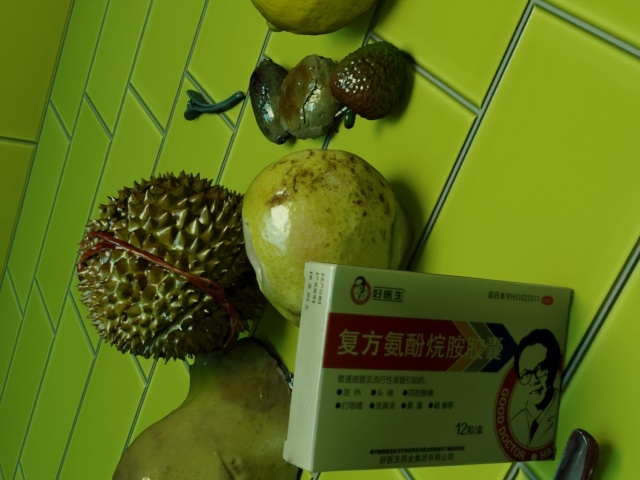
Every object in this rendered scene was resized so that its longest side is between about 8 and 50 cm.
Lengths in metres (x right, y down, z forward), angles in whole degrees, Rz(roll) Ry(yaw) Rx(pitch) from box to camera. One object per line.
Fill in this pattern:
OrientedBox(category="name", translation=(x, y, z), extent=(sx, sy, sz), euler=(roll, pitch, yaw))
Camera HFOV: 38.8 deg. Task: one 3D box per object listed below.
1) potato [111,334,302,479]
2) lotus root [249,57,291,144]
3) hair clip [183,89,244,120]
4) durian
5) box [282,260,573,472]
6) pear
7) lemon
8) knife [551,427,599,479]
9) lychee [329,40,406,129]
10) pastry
OrientedBox(category="potato", translation=(-0.219, 0.360, 1.578), extent=(0.290, 0.296, 0.397), euler=(-16, 73, 49))
OrientedBox(category="lotus root", translation=(-0.090, -0.262, 1.688), extent=(0.089, 0.080, 0.179), euler=(-41, 51, 48))
OrientedBox(category="hair clip", translation=(-0.227, -0.294, 1.956), extent=(0.229, 0.039, 0.070), euler=(9, 92, 52))
OrientedBox(category="durian", translation=(-0.256, 0.051, 1.603), extent=(0.348, 0.347, 0.384), euler=(-60, -4, 31))
OrientedBox(category="box", translation=(0.132, 0.144, 1.023), extent=(0.069, 0.353, 0.214), euler=(6, 90, 56))
OrientedBox(category="pear", translation=(0.000, 0.000, 1.353), extent=(0.271, 0.271, 0.271), euler=(-15, 72, 55))
OrientedBox(category="lemon", translation=(0.001, -0.471, 1.445), extent=(0.320, 0.245, 0.245), euler=(-56, 41, 26))
OrientedBox(category="knife", translation=(0.259, 0.331, 1.072), extent=(0.123, 0.053, 0.278), euler=(53, 127, 52))
OrientedBox(category="lychee", translation=(0.073, -0.241, 1.410), extent=(0.146, 0.114, 0.114), euler=(-53, 41, 13))
OrientedBox(category="pastry", translation=(-0.018, -0.249, 1.576), extent=(0.153, 0.081, 0.153), euler=(-13, 75, 60))
